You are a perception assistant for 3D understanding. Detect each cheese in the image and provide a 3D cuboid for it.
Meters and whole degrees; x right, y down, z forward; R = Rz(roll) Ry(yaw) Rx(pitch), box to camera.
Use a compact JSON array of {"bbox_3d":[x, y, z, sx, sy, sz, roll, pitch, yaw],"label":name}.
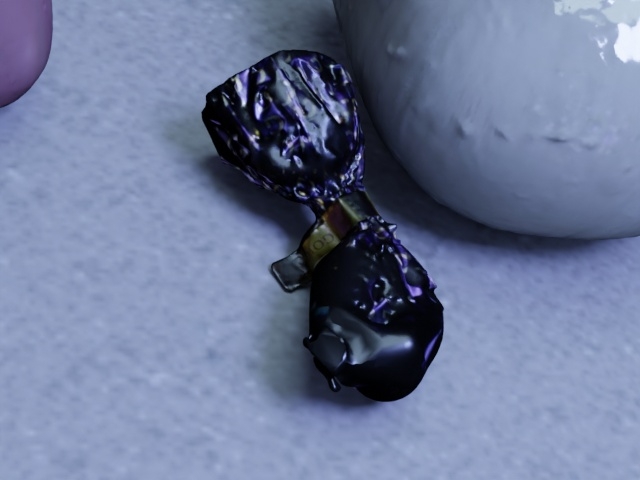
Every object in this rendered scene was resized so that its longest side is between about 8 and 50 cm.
[{"bbox_3d":[0.105,-0.089,0.638,0.198,0.154,0.189,7,52,-16],"label":"cheese"}]

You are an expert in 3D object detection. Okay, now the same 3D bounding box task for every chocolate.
[{"bbox_3d":[0.003,0.000,0.589,0.072,0.070,0.147,3,57,-33],"label":"chocolate"}]

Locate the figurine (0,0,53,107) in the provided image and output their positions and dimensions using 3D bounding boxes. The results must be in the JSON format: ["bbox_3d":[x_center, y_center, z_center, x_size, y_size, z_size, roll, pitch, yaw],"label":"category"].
[{"bbox_3d":[-0.226,-0.147,0.519,0.261,0.211,0.269,35,46,13],"label":"figurine"}]
